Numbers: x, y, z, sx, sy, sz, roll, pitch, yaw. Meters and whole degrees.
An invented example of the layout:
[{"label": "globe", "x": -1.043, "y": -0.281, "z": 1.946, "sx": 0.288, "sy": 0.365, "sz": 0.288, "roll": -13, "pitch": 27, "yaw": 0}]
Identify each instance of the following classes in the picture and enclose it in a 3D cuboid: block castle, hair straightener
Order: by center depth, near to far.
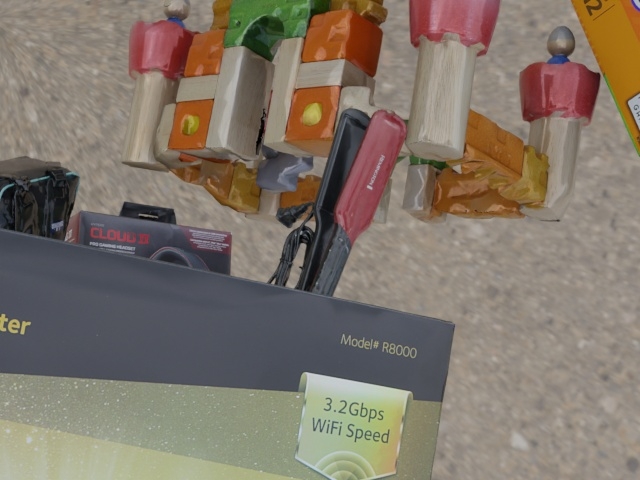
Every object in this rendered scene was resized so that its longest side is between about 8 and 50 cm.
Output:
[{"label": "hair straightener", "x": 0.000, "y": 0.000, "z": 1.085, "sx": 0.047, "sy": 0.089, "sz": 0.230, "roll": 18, "pitch": 88, "yaw": -39}, {"label": "block castle", "x": 0.031, "y": -0.153, "z": 1.383, "sx": 0.303, "sy": 0.453, "sz": 0.212, "roll": 23, "pitch": 72, "yaw": -50}]

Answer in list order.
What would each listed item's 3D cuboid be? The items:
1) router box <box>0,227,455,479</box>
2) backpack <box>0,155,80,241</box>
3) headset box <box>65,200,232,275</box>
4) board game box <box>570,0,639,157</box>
[{"label": "router box", "x": -0.113, "y": 0.123, "z": 0.530, "sx": 0.309, "sy": 0.081, "sz": 0.243, "roll": 12, "pitch": 82, "yaw": -21}, {"label": "backpack", "x": -0.366, "y": 0.005, "z": 1.475, "sx": 0.144, "sy": 0.166, "sz": 0.188, "roll": 11, "pitch": 105, "yaw": 20}, {"label": "headset box", "x": -0.238, "y": 0.095, "z": 1.738, "sx": 0.218, "sy": 0.110, "sz": 0.293, "roll": 9, "pitch": 74, "yaw": -26}, {"label": "board game box", "x": 0.500, "y": -0.276, "z": 1.368, "sx": 0.356, "sy": 0.356, "sz": 0.356, "roll": -34, "pitch": 148, "yaw": 31}]
